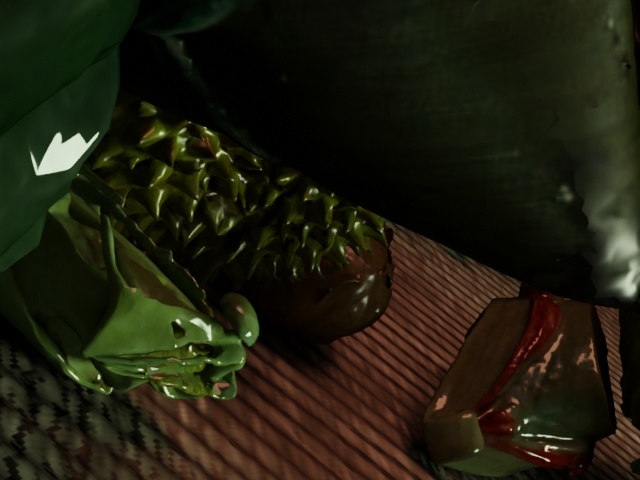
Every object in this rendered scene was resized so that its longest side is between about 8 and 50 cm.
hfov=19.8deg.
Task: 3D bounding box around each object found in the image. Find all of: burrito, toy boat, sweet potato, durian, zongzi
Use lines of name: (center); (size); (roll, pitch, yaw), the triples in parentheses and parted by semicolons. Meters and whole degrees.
burrito: (-0.143, -0.040, 0.565); (0.288, 0.054, 0.104); (38, 12, 12)
toy boat: (0.089, 0.061, 0.793); (0.185, 0.071, 0.089); (-35, 113, -78)
sweet potato: (-0.003, -0.005, 0.821); (0.081, 0.062, 0.233); (54, 7, -5)
durian: (-0.046, -0.053, 0.670); (0.198, 0.146, 0.159); (25, -24, 4)
zongzi: (-0.034, -0.196, 0.543); (0.383, 0.362, 0.319); (13, -50, 43)

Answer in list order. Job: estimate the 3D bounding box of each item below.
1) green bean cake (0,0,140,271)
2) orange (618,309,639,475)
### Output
green bean cake: (-0.165, -0.136, 0.296); (0.300, 0.308, 0.169); (39, 52, 13)
orange: (0.254, 0.077, 0.810); (0.301, 0.223, 0.300); (52, 13, -46)
